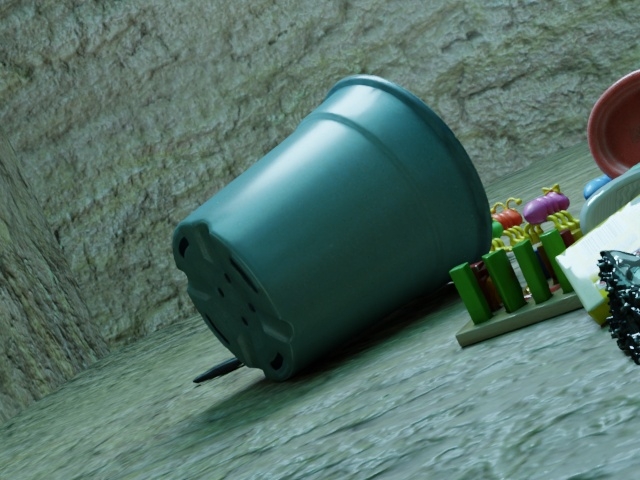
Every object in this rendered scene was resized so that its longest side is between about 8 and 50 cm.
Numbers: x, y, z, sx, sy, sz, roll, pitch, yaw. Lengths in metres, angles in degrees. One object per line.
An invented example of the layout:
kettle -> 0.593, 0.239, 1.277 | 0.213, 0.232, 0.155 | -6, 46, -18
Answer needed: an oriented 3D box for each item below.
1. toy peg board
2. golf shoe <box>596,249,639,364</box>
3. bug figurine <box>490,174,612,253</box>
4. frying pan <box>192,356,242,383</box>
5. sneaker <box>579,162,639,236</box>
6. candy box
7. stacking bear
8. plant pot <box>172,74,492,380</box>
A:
toy peg board -> 0.228, 0.031, 1.163 | 0.161, 0.079, 0.160 | -23, 4, 31
golf shoe -> 0.264, 0.045, 0.812 | 0.093, 0.077, 0.198 | -14, 11, 5
bug figurine -> 0.316, -0.036, 1.596 | 0.279, 0.072, 0.216 | -22, 0, 43
frying pan -> -0.044, 0.142, 1.783 | 0.326, 0.053, 0.197 | -20, 4, 25
sneaker -> 0.348, -0.034, 1.179 | 0.256, 0.094, 0.151 | -18, 3, -29
candy box -> 0.315, -0.015, 0.980 | 0.206, 0.027, 0.105 | -38, 26, 13
stacking bear -> 0.537, -0.173, 1.595 | 0.289, 0.175, 0.164 | -14, 4, -43
plant pot -> 0.000, 0.000, 1.498 | 0.334, 0.341, 0.341 | -36, 8, -26
